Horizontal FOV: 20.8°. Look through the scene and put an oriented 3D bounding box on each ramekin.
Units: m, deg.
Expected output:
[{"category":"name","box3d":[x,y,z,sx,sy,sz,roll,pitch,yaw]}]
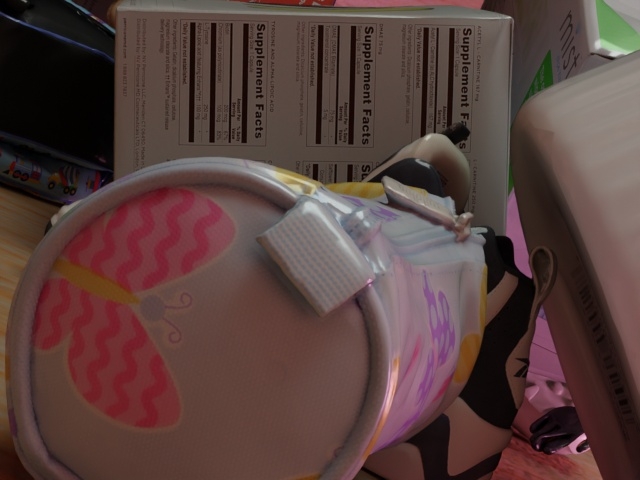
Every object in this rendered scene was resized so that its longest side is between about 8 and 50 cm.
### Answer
[{"category":"ramekin","box3d":[0.186,0.035,0.794,0.135,0.277,0.277,-18,0,-1]}]

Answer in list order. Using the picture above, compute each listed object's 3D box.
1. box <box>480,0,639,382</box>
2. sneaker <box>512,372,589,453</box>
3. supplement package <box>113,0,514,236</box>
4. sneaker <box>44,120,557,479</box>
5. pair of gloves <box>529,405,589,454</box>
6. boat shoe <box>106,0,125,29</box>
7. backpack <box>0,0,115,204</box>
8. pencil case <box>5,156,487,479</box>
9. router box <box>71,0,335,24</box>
[{"category":"box","box3d":[0.169,-0.084,1.065,0.126,0.231,0.262,16,41,-8]},{"category":"sneaker","box3d":[0.096,0.056,1.131,0.090,0.095,0.235,-14,53,-40]},{"category":"supplement package","box3d":[-0.013,-0.058,0.969,0.203,0.149,0.194,1,9,-7]},{"category":"sneaker","box3d":[0.000,0.000,0.792,0.235,0.153,0.094,29,4,19]},{"category":"pair of gloves","box3d":[0.167,0.121,1.021,0.083,0.010,0.074,33,39,32]},{"category":"boat shoe","box3d":[-0.126,-0.087,1.181,0.059,0.170,0.063,3,31,22]},{"category":"backpack","box3d":[-0.208,-0.113,1.092,0.173,0.117,0.158,31,7,39]},{"category":"pencil case","box3d":[-0.009,0.031,0.604,0.113,0.124,0.273,67,12,4]},{"category":"router box","box3d":[-0.175,-0.172,1.295,0.301,0.082,0.335,26,-22,-10]}]
